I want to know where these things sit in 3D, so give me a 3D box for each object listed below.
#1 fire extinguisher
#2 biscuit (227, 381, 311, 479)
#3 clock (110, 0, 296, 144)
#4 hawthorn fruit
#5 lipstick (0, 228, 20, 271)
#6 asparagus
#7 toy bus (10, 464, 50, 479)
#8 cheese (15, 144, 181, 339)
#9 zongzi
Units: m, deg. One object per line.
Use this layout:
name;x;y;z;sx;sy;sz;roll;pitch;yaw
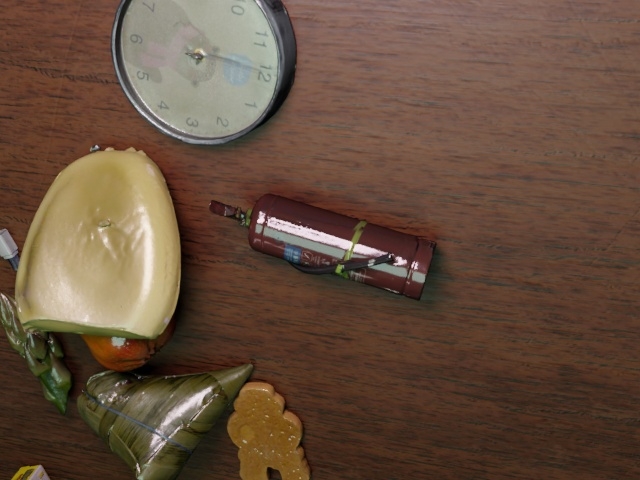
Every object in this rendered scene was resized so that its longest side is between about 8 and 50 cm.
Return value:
fire extinguisher;0.000;0.000;1.205;0.342;0.141;0.105;16;80;7
biscuit;-0.099;0.363;1.456;0.144;0.040;0.236;-5;111;9
clock;-0.174;-0.274;1.161;0.281;0.055;0.280;6;116;13
hawthorn fruit;-0.375;0.096;1.369;0.285;0.165;0.165;44;120;19
lipstick;-0.557;0.031;1.428;0.025;0.025;0.107;-10;118;21
asparagus;-0.525;0.202;1.473;0.080;0.080;0.287;-15;118;21
toy bus;-0.622;0.552;1.580;0.074;0.226;0.081;-14;109;17
cheese;-0.338;-0.001;1.244;0.260;0.128;0.315;8;75;0
zongzi;-0.287;0.268;1.432;0.251;0.125;0.274;33;80;27
